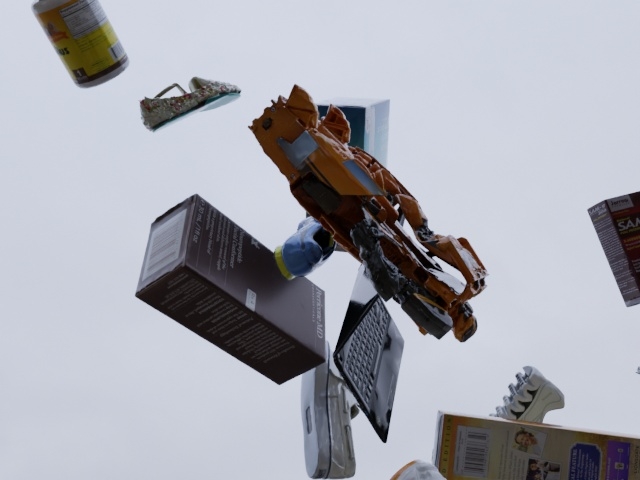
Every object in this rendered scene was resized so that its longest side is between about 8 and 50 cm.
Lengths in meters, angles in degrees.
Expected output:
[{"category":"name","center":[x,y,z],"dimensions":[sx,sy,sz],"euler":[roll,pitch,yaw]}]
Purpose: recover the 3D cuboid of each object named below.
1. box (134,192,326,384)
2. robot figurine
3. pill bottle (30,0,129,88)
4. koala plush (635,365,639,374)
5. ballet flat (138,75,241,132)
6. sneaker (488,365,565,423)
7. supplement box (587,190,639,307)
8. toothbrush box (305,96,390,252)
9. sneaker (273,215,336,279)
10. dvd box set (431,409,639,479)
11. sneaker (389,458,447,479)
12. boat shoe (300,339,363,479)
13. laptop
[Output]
[{"category":"box","center":[-0.158,0.104,1.353],"dimensions":[0.143,0.191,0.381],"euler":[-30,-51,26]},{"category":"robot figurine","center":[0.061,-0.023,0.699],"dimensions":[0.085,0.291,0.211],"euler":[-45,-14,15]},{"category":"pill bottle","center":[-0.456,-0.402,1.300],"dimensions":[0.117,0.117,0.215],"euler":[-17,-58,11]},{"category":"koala plush","center":[0.616,0.225,1.122],"dimensions":[0.196,0.203,0.221],"euler":[27,-7,14]},{"category":"ballet flat","center":[-0.271,-0.298,1.447],"dimensions":[0.241,0.077,0.091],"euler":[-30,4,-36]},{"category":"sneaker","center":[0.425,0.422,1.546],"dimensions":[0.118,0.110,0.292],"euler":[34,-75,-1]},{"category":"supplement box","center":[0.711,0.016,1.559],"dimensions":[0.130,0.240,0.073],"euler":[-14,-14,-18]},{"category":"toothbrush box","center":[0.059,-0.144,1.461],"dimensions":[0.126,0.216,0.296],"euler":[7,-74,17]},{"category":"sneaker","center":[0.000,0.000,1.070],"dimensions":[0.082,0.209,0.069],"euler":[-24,-81,21]},{"category":"dvd box set","center":[0.407,0.490,1.270],"dimensions":[0.420,0.308,0.062],"euler":[7,-6,-1]},{"category":"sneaker","center":[0.065,0.282,0.446],"dimensions":[0.121,0.262,0.099],"euler":[13,-24,26]},{"category":"boat shoe","center":[0.045,0.407,1.709],"dimensions":[0.156,0.367,0.136],"euler":[12,-45,-18]},{"category":"laptop","center":[0.110,0.113,1.027],"dimensions":[0.136,0.234,0.264],"euler":[-18,-65,25]}]
